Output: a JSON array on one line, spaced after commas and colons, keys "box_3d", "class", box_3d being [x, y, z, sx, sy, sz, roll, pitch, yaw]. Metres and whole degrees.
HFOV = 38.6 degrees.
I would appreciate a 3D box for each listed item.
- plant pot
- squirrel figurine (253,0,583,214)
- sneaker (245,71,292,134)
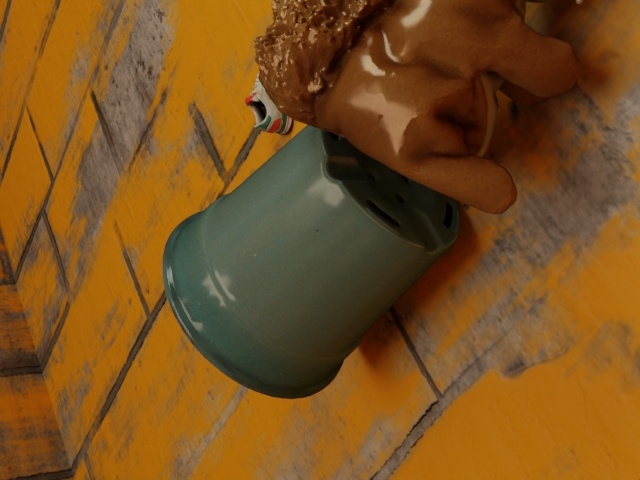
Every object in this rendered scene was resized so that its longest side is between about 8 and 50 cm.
[{"box_3d": [0.000, 0.000, 1.321, 0.334, 0.341, 0.341, -44, 57, 35], "class": "plant pot"}, {"box_3d": [0.126, -0.284, 1.091, 0.397, 0.281, 0.370, 24, 104, 3], "class": "squirrel figurine"}, {"box_3d": [-0.098, -0.268, 1.629, 0.057, 0.075, 0.161, -18, 77, 52], "class": "sneaker"}]
